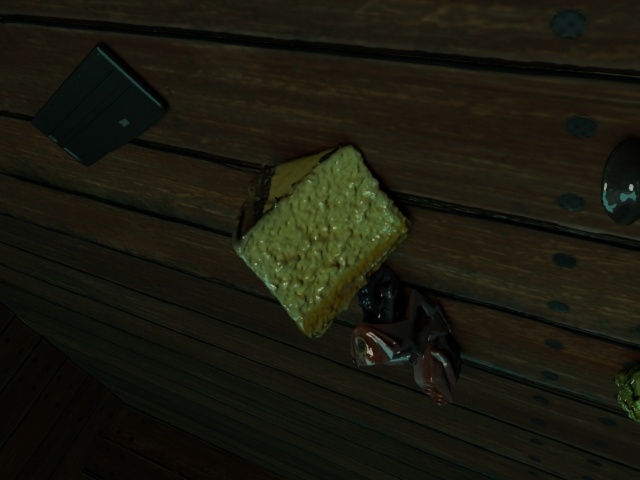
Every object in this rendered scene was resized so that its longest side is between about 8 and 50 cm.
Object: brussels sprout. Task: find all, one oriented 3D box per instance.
[{"bbox_3d":[0.338,0.159,0.620,0.085,0.085,0.058,28,155,2],"label":"brussels sprout"}]

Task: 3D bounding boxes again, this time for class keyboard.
[{"bbox_3d":[-0.242,-0.152,0.685,0.103,0.041,0.381,43,156,-26],"label":"keyboard"}]

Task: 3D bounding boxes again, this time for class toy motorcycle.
[{"bbox_3d":[0.101,0.127,0.731,0.084,0.118,0.212,-14,131,41],"label":"toy motorcycle"}]

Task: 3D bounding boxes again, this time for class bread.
[{"bbox_3d":[0.000,0.000,0.591,0.127,0.152,0.147,-12,131,41],"label":"bread"}]

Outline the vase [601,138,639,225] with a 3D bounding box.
[{"bbox_3d":[0.252,-0.030,0.349,0.120,0.120,0.182,45,163,-27],"label":"vase"}]
